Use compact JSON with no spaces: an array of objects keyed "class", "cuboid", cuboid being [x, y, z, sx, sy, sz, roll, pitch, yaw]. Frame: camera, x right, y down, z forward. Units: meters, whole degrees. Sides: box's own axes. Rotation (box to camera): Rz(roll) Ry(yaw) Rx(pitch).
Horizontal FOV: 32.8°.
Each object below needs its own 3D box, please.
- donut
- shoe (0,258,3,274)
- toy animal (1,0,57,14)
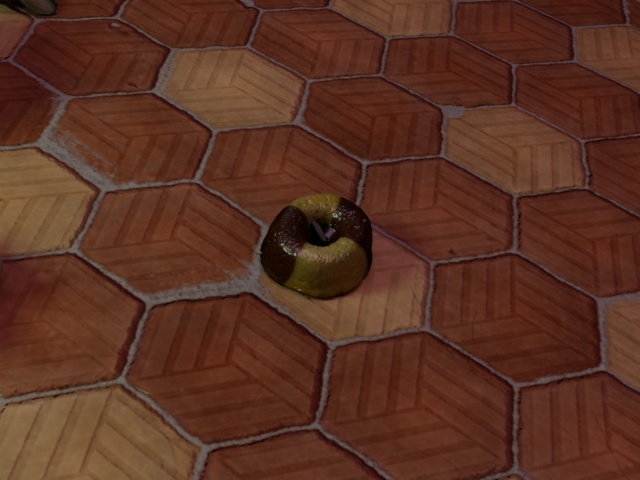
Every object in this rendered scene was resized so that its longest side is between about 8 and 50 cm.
[{"class":"donut","cuboid":[0.000,0.000,1.588,0.166,0.073,0.184,31,45,18]},{"class":"shoe","cuboid":[-0.546,0.080,1.324,0.160,0.131,0.363,30,39,13]},{"class":"toy animal","cuboid":[-0.601,-0.490,1.993,0.236,0.108,0.138,4,40,-10]}]
